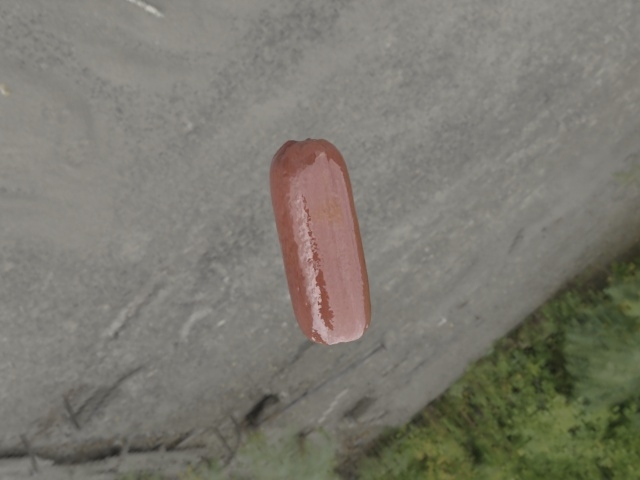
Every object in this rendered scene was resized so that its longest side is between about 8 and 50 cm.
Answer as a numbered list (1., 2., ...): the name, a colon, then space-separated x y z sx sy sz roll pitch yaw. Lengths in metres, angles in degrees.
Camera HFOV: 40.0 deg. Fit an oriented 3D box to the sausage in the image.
1. sausage: 0.000 0.000 0.654 0.062 0.154 0.062 -11 -174 1
